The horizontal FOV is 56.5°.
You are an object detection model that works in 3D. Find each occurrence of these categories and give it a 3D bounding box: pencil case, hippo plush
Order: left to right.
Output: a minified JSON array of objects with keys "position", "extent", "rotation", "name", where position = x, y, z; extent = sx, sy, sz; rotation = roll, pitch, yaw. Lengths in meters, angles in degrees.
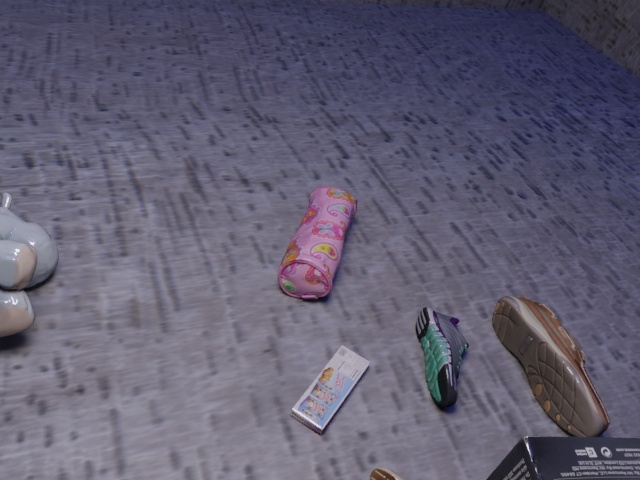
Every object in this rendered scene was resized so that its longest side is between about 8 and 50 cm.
[{"position":[-0.599,0.045,1.031],"extent":[0.294,0.234,0.236],"rotation":[28,10,-8],"name":"hippo plush"},{"position":[0.000,0.000,1.288],"extent":[0.124,0.124,0.284],"rotation":[18,41,3],"name":"pencil case"}]

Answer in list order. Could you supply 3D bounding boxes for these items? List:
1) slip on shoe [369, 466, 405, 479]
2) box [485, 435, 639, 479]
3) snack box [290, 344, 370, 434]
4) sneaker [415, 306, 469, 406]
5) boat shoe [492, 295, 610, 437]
[{"position":[0.138,0.408,0.938],"extent":[0.135,0.051,0.041],"rotation":[28,2,26],"name":"slip on shoe"},{"position":[0.297,0.457,0.702],"extent":[0.179,0.343,0.312],"rotation":[6,43,-12],"name":"box"},{"position":[0.021,0.264,1.071],"extent":[0.064,0.022,0.178],"rotation":[30,43,15],"name":"snack box"},{"position":[0.254,0.220,1.149],"extent":[0.098,0.083,0.223],"rotation":[11,40,-13],"name":"sneaker"},{"position":[0.468,0.232,1.172],"extent":[0.117,0.123,0.324],"rotation":[-2,46,-22],"name":"boat shoe"}]
